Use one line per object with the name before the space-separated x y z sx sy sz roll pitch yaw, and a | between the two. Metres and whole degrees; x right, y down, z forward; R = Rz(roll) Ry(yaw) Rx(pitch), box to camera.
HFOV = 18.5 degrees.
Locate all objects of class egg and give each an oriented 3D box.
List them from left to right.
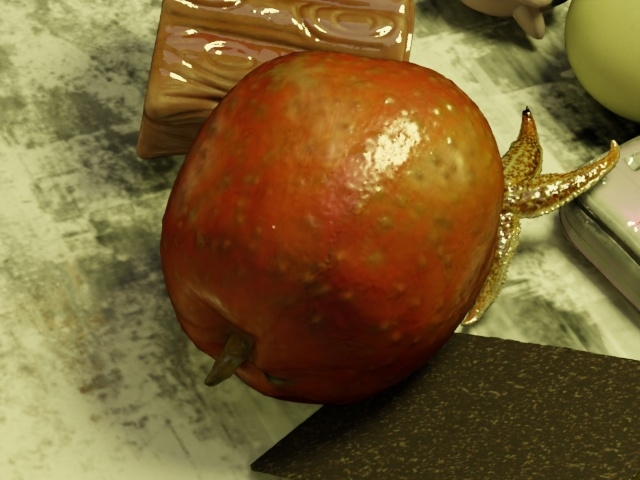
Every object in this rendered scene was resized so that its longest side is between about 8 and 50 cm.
egg | 0.344 -0.202 1.826 0.242 0.186 0.186 -18 52 -18

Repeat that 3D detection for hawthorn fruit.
hawthorn fruit | 0.000 0.000 1.546 0.275 0.275 0.299 29 66 18

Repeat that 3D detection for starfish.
starfish | 0.153 -0.033 1.703 0.213 0.057 0.238 -6 50 17

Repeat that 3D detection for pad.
pad | 0.122 0.140 1.480 0.220 0.004 0.330 -36 27 -33

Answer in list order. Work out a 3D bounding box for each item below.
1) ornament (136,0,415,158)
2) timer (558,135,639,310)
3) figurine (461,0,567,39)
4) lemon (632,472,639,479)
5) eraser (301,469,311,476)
ornament | -0.037 -0.169 1.736 0.218 0.221 0.235 10 20 -4
timer | 0.326 -0.013 1.731 0.191 0.069 0.208 -24 54 -30
figurine | 0.185 -0.339 1.952 0.186 0.176 0.287 -27 37 2
lemon | 0.324 0.184 1.465 0.231 0.192 0.192 -40 62 -21
eraser | 0.023 0.213 1.504 0.063 0.027 0.084 -4 48 -13
